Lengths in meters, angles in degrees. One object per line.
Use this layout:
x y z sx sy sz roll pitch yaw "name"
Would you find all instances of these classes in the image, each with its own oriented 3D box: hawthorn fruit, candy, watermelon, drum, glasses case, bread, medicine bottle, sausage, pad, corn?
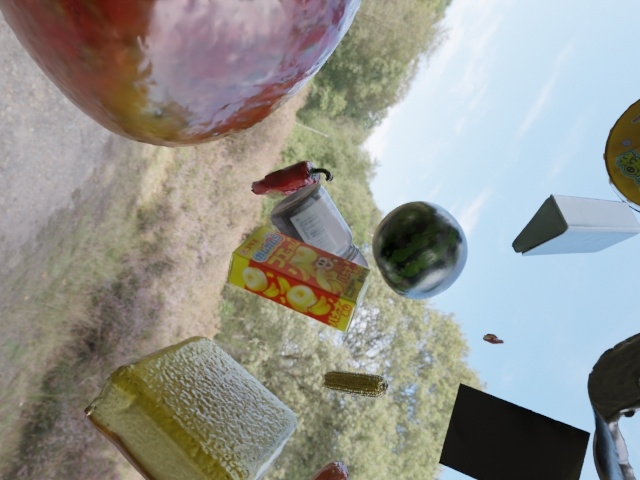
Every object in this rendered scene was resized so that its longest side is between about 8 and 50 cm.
-0.149 -0.291 0.486 0.403 0.403 0.402 -159 -90 -83 "hawthorn fruit"
-0.040 0.076 0.920 0.146 0.276 0.087 -52 161 -55 "candy"
0.289 0.024 1.281 0.285 0.286 0.284 -159 -90 -83 "watermelon"
1.126 -0.270 1.346 0.214 0.431 0.430 0 117 -55 "drum"
0.436 -0.013 0.715 0.056 0.266 0.105 55 -48 40 "glasses case"
-0.238 0.358 0.877 0.143 0.333 0.324 -55 165 10 "bread"
0.000 0.000 1.145 0.165 0.273 0.165 -29 -161 11 "medicine bottle"
0.017 0.515 0.927 0.094 0.059 0.054 -45 -127 6 "sausage"
0.559 0.605 1.264 0.007 0.368 0.247 48 60 -68 "pad"
0.116 0.473 1.423 0.080 0.238 0.080 16 72 -58 "corn"

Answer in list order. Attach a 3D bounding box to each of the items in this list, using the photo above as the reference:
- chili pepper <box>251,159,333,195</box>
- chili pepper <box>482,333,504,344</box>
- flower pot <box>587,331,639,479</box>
-0.114 -0.214 1.544 0.388 0.110 0.110 -10 -132 35 "chili pepper"
0.749 0.427 1.856 0.045 0.027 0.178 -32 180 -9 "chili pepper"
0.632 0.302 0.744 0.379 0.251 0.379 -38 -163 14 "flower pot"
